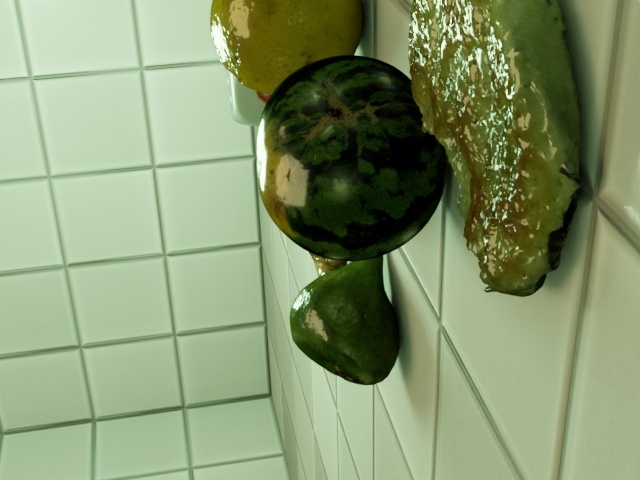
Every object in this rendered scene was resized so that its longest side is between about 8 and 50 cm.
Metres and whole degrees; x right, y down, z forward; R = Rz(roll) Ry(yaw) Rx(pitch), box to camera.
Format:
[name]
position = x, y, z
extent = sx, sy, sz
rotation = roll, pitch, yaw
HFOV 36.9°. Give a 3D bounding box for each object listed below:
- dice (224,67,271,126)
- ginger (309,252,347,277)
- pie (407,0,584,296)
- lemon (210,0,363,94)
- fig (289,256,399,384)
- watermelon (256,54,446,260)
[dice]
position = -0.126, -0.386, 2.269
extent = 0.192, 0.194, 0.193
rotation = -110, 14, -61
[ginger]
position = 0.018, 0.011, 1.965
extent = 0.348, 0.122, 0.363
rotation = 137, 120, -82
[pie]
position = 0.166, -0.137, 0.937
extent = 0.296, 0.078, 0.371
rotation = 98, 162, -61
[lemon]
position = -0.054, -0.374, 1.602
extent = 0.310, 0.258, 0.258
rotation = 118, 145, -70
[fig]
position = 0.067, 0.112, 1.636
extent = 0.235, 0.203, 0.203
rotation = -58, -5, -19
[watermelon]
position = 0.038, -0.100, 1.235
extent = 0.269, 0.269, 0.269
rotation = 173, 90, -81
